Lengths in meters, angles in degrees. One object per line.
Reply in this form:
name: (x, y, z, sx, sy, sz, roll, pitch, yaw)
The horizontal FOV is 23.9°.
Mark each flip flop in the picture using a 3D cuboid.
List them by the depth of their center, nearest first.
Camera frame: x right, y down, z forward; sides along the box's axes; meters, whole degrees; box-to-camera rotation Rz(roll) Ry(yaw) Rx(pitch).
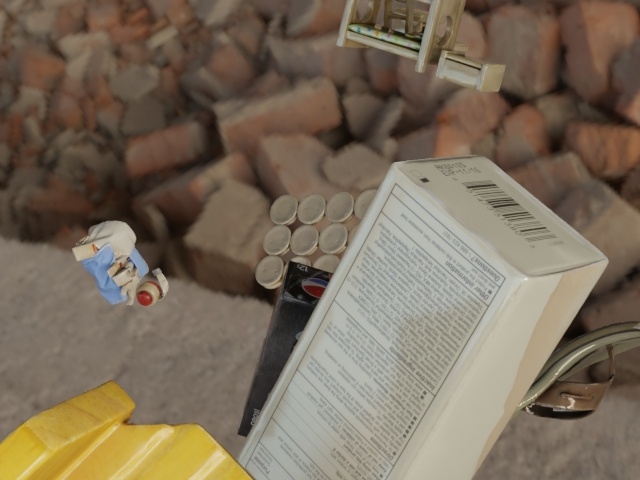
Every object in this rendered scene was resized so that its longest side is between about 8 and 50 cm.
flip flop: (0.278, 0.183, 1.777, 0.277, 0.112, 0.080, -32, 74, -7)

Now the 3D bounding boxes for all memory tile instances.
memory tile: (0.000, 0.000, 1.640, 0.148, 0.012, 0.113, -2, 66, 32)

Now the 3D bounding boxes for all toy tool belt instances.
toy tool belt: (-0.165, 0.028, 1.217, 0.052, 0.083, 0.051, -21, 21, 36)

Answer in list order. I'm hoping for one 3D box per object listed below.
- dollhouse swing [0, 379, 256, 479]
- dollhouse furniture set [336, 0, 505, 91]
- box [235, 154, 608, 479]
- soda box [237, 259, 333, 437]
dollhouse swing: (-0.126, 0.284, 0.867, 0.315, 0.305, 0.347, -45, 81, -5)
dollhouse furniture set: (0.143, -0.232, 1.610, 0.182, 0.161, 0.101, 22, 107, 30)
box: (0.069, 0.101, 1.164, 0.148, 0.121, 0.311, 44, 121, 27)
soda box: (-0.023, 0.103, 1.320, 0.060, 0.169, 0.053, 17, 36, -1)
